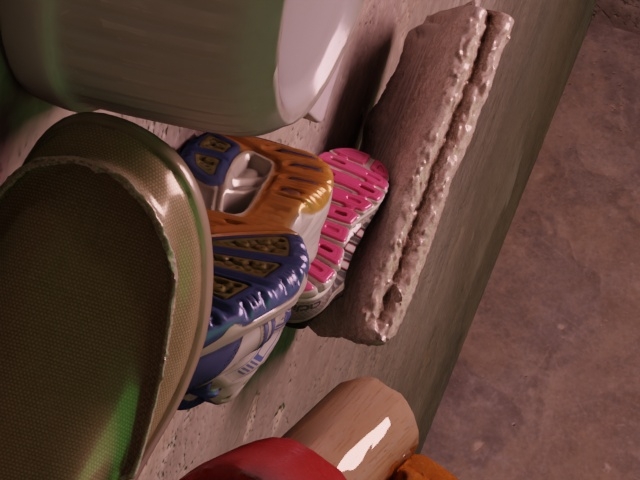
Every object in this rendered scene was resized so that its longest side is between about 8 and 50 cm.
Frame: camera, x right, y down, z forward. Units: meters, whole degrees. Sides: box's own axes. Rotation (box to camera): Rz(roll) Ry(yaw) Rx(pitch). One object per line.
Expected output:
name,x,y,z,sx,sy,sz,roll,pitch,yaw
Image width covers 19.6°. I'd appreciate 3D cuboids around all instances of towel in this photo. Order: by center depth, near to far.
towel,0.063,-0.054,1.457,0.187,0.049,0.282,180,-69,-78

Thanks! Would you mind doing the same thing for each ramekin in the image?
ramekin,-0.039,-0.140,0.761,0.207,0.109,0.207,18,90,-79

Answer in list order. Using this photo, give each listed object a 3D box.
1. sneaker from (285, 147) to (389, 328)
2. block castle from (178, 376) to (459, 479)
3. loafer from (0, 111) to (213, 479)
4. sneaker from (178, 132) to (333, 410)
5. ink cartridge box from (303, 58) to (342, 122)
sneaker,0.000,0.000,1.362,0.074,0.063,0.170,108,5,-45
block castle,-0.017,0.316,0.888,0.453,0.303,0.213,-60,168,28
loafer,-0.115,0.080,0.759,0.092,0.102,0.268,-59,165,-73
sneaker,-0.062,0.042,0.951,0.296,0.112,0.131,-45,152,-67
ink cartridge box,-0.011,-0.176,1.007,0.232,0.066,0.189,43,65,-83
